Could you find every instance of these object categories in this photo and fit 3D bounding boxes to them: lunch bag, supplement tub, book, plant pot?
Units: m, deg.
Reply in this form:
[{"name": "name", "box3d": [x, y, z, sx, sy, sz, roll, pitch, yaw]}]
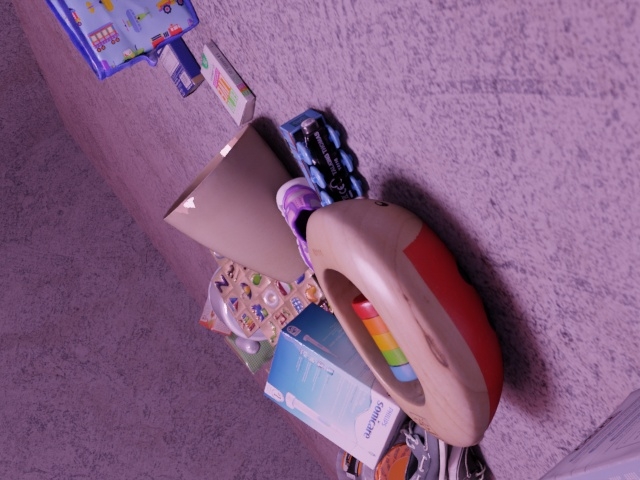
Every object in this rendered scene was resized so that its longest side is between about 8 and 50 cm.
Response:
[{"name": "lunch bag", "box3d": [-0.382, -0.460, 1.482, 0.293, 0.221, 0.138, 58, 163, -9]}, {"name": "supplement tub", "box3d": [0.167, 0.568, 1.960, 0.193, 0.194, 0.316, 56, 162, 0]}, {"name": "book", "box3d": [-0.181, -0.308, 1.556, 0.144, 0.035, 0.096, 53, 159, 11]}, {"name": "plant pot", "box3d": [-0.127, -0.047, 1.584, 0.274, 0.256, 0.256, 43, 165, -12]}]

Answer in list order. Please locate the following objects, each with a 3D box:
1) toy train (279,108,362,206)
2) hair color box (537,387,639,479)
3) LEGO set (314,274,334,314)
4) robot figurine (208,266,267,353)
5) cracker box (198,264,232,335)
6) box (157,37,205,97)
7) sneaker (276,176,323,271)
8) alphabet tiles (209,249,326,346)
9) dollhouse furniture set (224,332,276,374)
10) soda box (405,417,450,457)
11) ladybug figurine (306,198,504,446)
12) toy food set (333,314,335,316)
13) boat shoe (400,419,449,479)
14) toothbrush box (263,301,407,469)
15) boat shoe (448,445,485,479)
[{"name": "toy train", "box3d": [0.005, -0.127, 1.317, 0.184, 0.080, 0.105, 63, 170, -30]}, {"name": "hair color box", "box3d": [0.367, 0.209, 0.781, 0.113, 0.185, 0.374, 50, 162, 14]}, {"name": "LEGO set", "box3d": [0.010, 0.156, 1.762, 0.287, 0.107, 0.132, 41, 158, 38]}, {"name": "robot figurine", "box3d": [-0.181, 0.147, 2.073, 0.353, 0.200, 0.299, -163, 81, -72]}, {"name": "cracker box", "box3d": [-0.271, 0.150, 2.314, 0.067, 0.232, 0.156, 20, 175, -21]}, {"name": "box", "box3d": [-0.335, -0.427, 1.728, 0.225, 0.036, 0.136, 57, 162, -9]}, {"name": "sneaker", "box3d": [0.000, 0.000, 1.475, 0.236, 0.095, 0.104, 59, 180, -26]}, {"name": "alphabet tiles", "box3d": [-0.125, 0.070, 1.804, 0.285, 0.011, 0.342, 55, 130, 14]}, {"name": "dollhouse furniture set", "box3d": [-0.130, 0.269, 2.187, 0.301, 0.198, 0.151, 42, 161, 35]}, {"name": "soda box", "box3d": [0.233, 0.433, 1.759, 0.053, 0.060, 0.169, 32, 152, 51]}, {"name": "ladybug figurine", "box3d": [0.147, 0.119, 1.237, 0.449, 0.162, 0.305, 60, 162, -11]}, {"name": "toy food set", "box3d": [0.012, 0.194, 1.874, 0.218, 0.071, 0.128, 35, 175, 34]}, {"name": "boat shoe", "box3d": [0.212, 0.421, 1.631, 0.116, 0.099, 0.319, -78, -15, -44]}, {"name": "toothbrush box", "box3d": [0.046, 0.304, 1.672, 0.296, 0.126, 0.216, 31, 131, 20]}, {"name": "boat shoe", "box3d": [0.306, 0.474, 1.640, 0.070, 0.077, 0.219, 9, 133, 22]}]
